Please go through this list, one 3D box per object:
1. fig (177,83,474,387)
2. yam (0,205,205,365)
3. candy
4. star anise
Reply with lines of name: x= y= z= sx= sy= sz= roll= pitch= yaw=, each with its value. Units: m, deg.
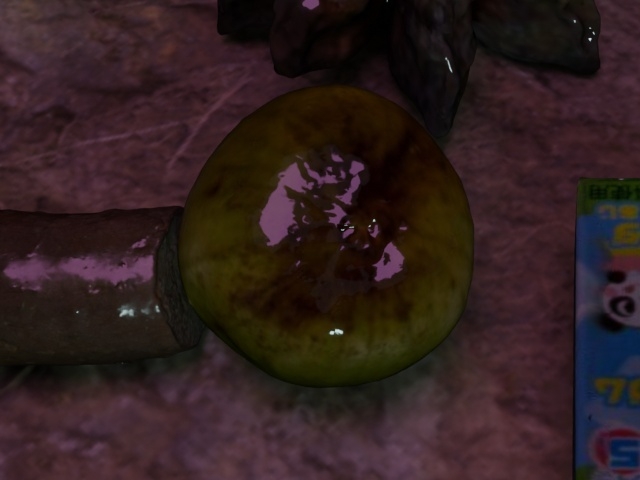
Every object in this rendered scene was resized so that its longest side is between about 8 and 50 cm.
fig: x=0.002 y=-0.004 z=0.631 sx=0.136 sy=0.120 sz=0.153 roll=7 pitch=48 yaw=-10
yam: x=-0.125 y=0.021 z=0.657 sx=0.127 sy=0.084 sz=0.084 roll=-2 pitch=54 yaw=9
candy: x=0.160 y=0.058 z=0.592 sx=0.097 sy=0.062 sz=0.194 roll=2 pitch=49 yaw=9
star anise: x=0.057 y=-0.173 z=0.760 sx=0.223 sy=0.109 sz=0.236 roll=10 pitch=55 yaw=9
